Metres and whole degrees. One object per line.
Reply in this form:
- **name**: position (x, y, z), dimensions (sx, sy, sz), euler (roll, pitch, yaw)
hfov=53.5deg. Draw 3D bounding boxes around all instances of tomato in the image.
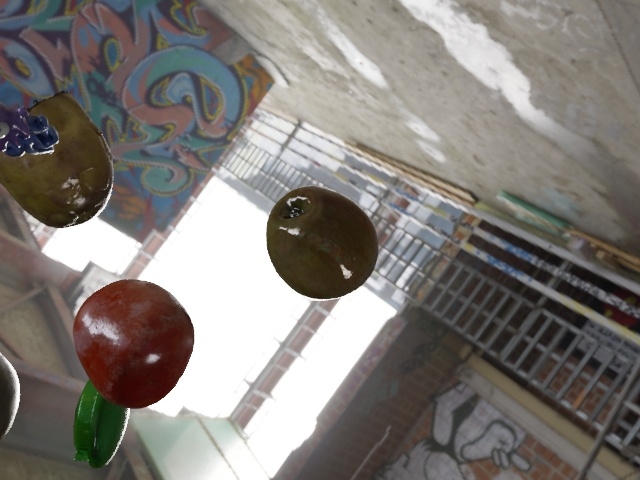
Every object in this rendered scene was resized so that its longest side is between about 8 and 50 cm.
- **tomato**: position (-0.277, 0.151, 0.927), dimensions (0.187, 0.187, 0.151), euler (36, -144, 12)

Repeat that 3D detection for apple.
- **apple**: position (0.000, 0.000, 1.456), dimensions (0.256, 0.257, 0.234), euler (35, 162, 48)

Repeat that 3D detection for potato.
- **potato**: position (-0.623, -0.179, 1.578), dimensions (0.237, 0.289, 0.301), euler (35, -156, 0)

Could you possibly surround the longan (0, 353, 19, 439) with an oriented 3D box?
- **longan**: position (-0.943, 0.404, 1.572), dimensions (0.361, 0.361, 0.361), euler (36, 179, 1)

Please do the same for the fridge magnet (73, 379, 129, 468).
- **fridge magnet**: position (-0.437, 0.352, 1.286), dimensions (0.088, 0.208, 0.208), euler (9, -179, -3)

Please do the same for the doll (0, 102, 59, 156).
- **doll**: position (-0.458, -0.162, 0.946), dimensions (0.067, 0.109, 0.206), euler (64, -171, 10)
